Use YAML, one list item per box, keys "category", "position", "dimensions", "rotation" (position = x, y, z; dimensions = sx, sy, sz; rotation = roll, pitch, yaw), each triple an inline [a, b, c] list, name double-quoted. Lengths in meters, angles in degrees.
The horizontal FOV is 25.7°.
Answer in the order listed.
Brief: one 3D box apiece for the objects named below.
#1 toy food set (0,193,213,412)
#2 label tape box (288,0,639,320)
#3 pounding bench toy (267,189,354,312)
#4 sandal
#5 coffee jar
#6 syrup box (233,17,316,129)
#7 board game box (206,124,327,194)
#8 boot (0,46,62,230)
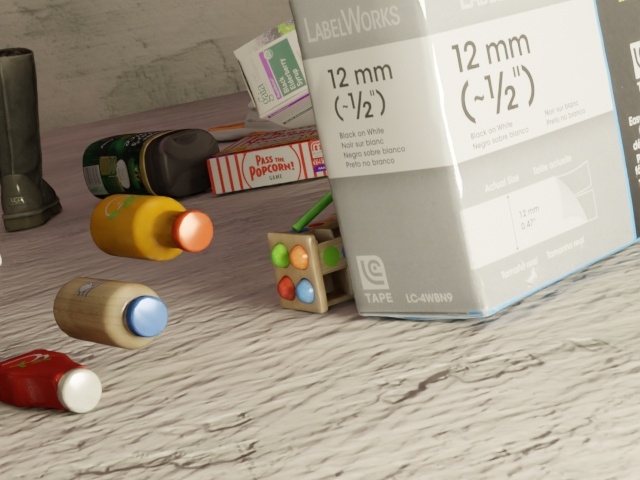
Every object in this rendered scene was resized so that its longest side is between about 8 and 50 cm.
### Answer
- category: "toy food set"
  position: [-0.174, 0.043, 0.800]
  dimensions: [0.232, 0.111, 0.104]
  rotation: [-14, 10, -33]
- category: "label tape box"
  position: [0.107, -0.150, 0.893]
  dimensions: [0.115, 0.347, 0.249]
  rotation: [-1, 15, 46]
- category: "pounding bench toy"
  position: [0.000, 0.000, 0.937]
  dimensions: [0.065, 0.083, 0.052]
  rotation: [-16, 11, -32]
- category: "sandal"
  position: [-0.086, -0.203, 2.204]
  dimensions: [0.265, 0.076, 0.102]
  rotation: [-3, 13, 40]
- category: "coffee jar"
  position: [-0.203, -0.092, 1.698]
  dimensions: [0.096, 0.079, 0.184]
  rotation: [-19, 13, -38]
- category: "syrup box"
  position: [-0.009, -0.198, 1.785]
  dimensions: [0.096, 0.093, 0.237]
  rotation: [-27, -14, 17]
- category: "board game box"
  position: [-0.039, -0.101, 1.664]
  dimensions: [0.147, 0.045, 0.193]
  rotation: [-9, 10, 11]
- category: "boot"
  position: [-0.363, -0.127, 1.692]
  dimensions: [0.076, 0.208, 0.189]
  rotation: [-12, 10, -9]
